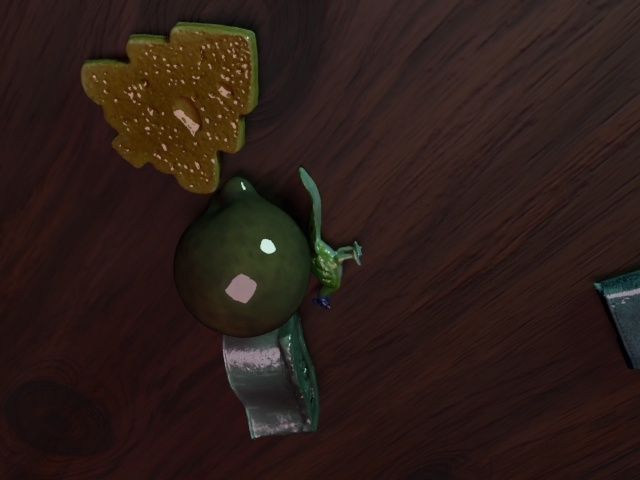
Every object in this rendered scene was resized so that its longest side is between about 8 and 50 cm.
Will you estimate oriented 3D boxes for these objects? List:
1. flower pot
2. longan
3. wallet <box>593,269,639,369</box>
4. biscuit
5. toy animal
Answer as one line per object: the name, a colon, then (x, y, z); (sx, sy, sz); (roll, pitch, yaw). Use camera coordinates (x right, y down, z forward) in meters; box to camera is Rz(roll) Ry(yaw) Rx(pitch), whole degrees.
flower pot: (-0.071, 0.209, 0.967); (0.108, 0.103, 0.229); (-6, 126, 10)
longan: (-0.102, 0.021, 0.802); (0.184, 0.159, 0.205); (-3, 90, 24)
wallet: (0.574, 0.065, 0.812); (0.378, 0.046, 0.191); (-22, 120, 23)
biscuit: (-0.159, -0.167, 0.734); (0.238, 0.041, 0.212); (-34, 110, 28)
toy animal: (0.017, 0.001, 0.840); (0.074, 0.041, 0.217); (0, 123, 9)
